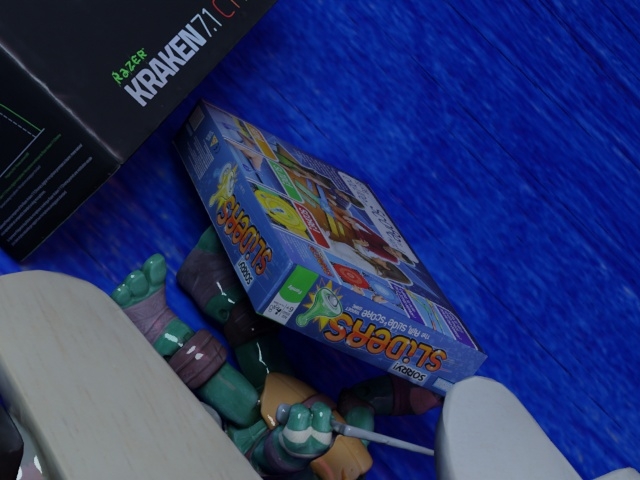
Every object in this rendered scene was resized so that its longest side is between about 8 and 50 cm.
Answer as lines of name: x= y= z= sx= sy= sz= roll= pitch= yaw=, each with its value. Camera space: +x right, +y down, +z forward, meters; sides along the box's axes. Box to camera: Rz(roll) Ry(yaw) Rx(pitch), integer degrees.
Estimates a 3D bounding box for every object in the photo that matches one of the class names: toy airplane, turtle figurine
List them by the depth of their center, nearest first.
toy airplane: x=-0.029 y=0.194 z=0.572 sx=0.384 sy=0.272 sz=0.386 roll=28 pitch=27 yaw=-6
turtle figurine: x=-0.006 y=0.097 z=0.803 sx=0.234 sy=0.118 sz=0.175 roll=44 pitch=16 yaw=9

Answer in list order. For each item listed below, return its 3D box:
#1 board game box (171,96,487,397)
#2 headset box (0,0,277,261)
board game box: x=0.000 y=0.000 z=0.837 sx=0.136 sy=0.035 sz=0.201 roll=26 pitch=18 yaw=-29
headset box: x=-0.175 y=-0.180 z=0.816 sx=0.283 sy=0.131 sz=0.246 roll=45 pitch=47 yaw=-8
